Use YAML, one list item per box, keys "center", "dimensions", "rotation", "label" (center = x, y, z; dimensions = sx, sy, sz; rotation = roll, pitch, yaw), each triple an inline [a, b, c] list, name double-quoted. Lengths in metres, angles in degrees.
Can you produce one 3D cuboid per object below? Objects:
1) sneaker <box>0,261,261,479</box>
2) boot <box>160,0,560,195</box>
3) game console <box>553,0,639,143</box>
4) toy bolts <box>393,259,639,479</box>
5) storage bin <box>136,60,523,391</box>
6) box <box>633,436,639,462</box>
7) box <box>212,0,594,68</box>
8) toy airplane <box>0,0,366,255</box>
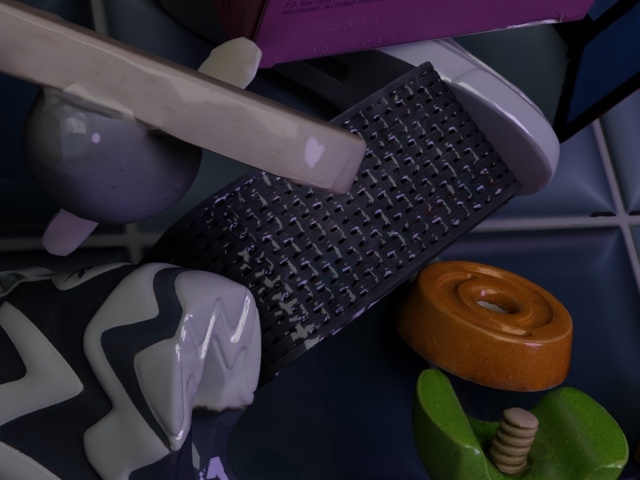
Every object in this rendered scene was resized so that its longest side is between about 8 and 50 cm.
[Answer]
- center: [-0.116, 0.118, 0.568]
  dimensions: [0.094, 0.153, 0.235]
  rotation: [-21, 118, -58]
  label: "sneaker"
- center: [0.039, -0.136, 0.735]
  dimensions: [0.258, 0.095, 0.123]
  rotation: [31, 61, -8]
  label: "boot"
- center: [0.170, -0.152, 0.780]
  dimensions: [0.085, 0.144, 0.124]
  rotation: [-35, 88, -34]
  label: "game console"
- center: [0.127, 0.135, 0.678]
  dimensions: [0.228, 0.159, 0.218]
  rotation: [11, 24, -12]
  label: "toy bolts"
- center: [0.000, 0.000, 0.645]
  dimensions: [0.180, 0.122, 0.084]
  rotation: [-36, 88, -33]
  label: "storage bin"
- center: [0.275, 0.147, 0.760]
  dimensions: [0.169, 0.059, 0.054]
  rotation: [34, 59, -11]
  label: "box"
- center: [0.027, -0.233, 0.674]
  dimensions: [0.213, 0.117, 0.243]
  rotation: [-12, 63, -24]
  label: "box"
- center: [-0.221, -0.112, 0.494]
  dimensions: [0.384, 0.273, 0.386]
  rotation: [-4, 38, -41]
  label: "toy airplane"
